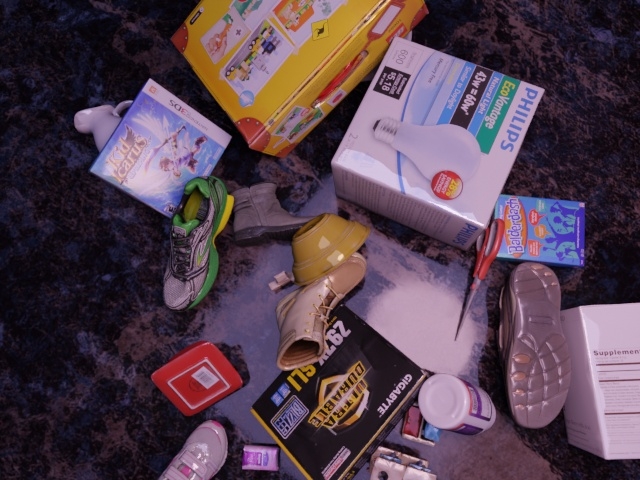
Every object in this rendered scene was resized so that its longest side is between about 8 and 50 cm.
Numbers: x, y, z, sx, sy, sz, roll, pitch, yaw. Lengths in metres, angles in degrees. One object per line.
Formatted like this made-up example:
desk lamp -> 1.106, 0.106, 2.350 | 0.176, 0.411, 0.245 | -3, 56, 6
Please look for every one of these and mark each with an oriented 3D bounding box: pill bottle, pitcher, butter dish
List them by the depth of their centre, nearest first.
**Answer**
pill bottle -> 0.297, 0.351, 1.008 | 0.108, 0.193, 0.108 | -21, 55, 32
butter dish -> -0.286, 0.299, 1.116 | 0.160, 0.118, 0.160 | -30, 118, -1
pitcher -> -0.521, -0.288, 1.274 | 0.178, 0.125, 0.207 | -39, 68, -24

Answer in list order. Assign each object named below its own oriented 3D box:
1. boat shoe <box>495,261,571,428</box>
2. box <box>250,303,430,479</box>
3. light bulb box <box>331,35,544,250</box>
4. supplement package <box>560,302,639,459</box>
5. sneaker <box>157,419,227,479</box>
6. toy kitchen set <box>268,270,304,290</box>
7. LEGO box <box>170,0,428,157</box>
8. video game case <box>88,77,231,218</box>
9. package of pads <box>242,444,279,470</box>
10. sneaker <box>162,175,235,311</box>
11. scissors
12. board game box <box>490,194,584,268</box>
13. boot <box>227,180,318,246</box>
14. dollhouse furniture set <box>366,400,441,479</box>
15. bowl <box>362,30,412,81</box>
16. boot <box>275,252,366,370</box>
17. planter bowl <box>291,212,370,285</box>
boat shoe -> 0.465, 0.230, 1.063 | 0.132, 0.130, 0.355 | 10, 72, 3
box -> 0.041, 0.339, 1.048 | 0.322, 0.079, 0.257 | -47, 54, -8
light bulb box -> 0.264, -0.220, 1.134 | 0.361, 0.225, 0.358 | 24, 80, 10
supplement package -> 0.620, 0.287, 1.010 | 0.175, 0.177, 0.293 | -4, 76, 4
sneaker -> -0.294, 0.525, 1.059 | 0.103, 0.111, 0.252 | 26, 80, 10
toy kitchen set -> -0.075, 0.115, 1.161 | 0.083, 0.068, 0.075 | -29, 76, -2
LEGO box -> -0.062, -0.514, 1.154 | 0.500, 0.193, 0.372 | -41, 76, 19
video game case -> -0.395, -0.219, 1.200 | 0.244, 0.061, 0.269 | 33, 79, -27
package of pads -> -0.136, 0.497, 1.094 | 0.083, 0.032, 0.050 | 1, 74, 5
sneaker -> -0.322, 0.005, 1.151 | 0.134, 0.146, 0.343 | 14, 92, 16
scissors -> 0.368, 0.091, 1.113 | 0.021, 0.109, 0.297 | 20, 79, -7
board game box -> 0.522, -0.022, 1.158 | 0.210, 0.047, 0.160 | 5, 77, 6
boot -> -0.112, -0.082, 1.208 | 0.246, 0.083, 0.161 | -8, 70, 1
dollhouse furniture set -> 0.184, 0.443, 1.031 | 0.129, 0.129, 0.184 | 14, 79, 8
bowl -> 0.102, -0.591, 1.282 | 0.298, 0.134, 0.298 | -1, 77, 4
boot -> 0.004, 0.153, 1.050 | 0.262, 0.203, 0.095 | -36, 113, 14
planter bowl -> 0.000, 0.000, 1.093 | 0.217, 0.217, 0.090 | -39, 102, -5
